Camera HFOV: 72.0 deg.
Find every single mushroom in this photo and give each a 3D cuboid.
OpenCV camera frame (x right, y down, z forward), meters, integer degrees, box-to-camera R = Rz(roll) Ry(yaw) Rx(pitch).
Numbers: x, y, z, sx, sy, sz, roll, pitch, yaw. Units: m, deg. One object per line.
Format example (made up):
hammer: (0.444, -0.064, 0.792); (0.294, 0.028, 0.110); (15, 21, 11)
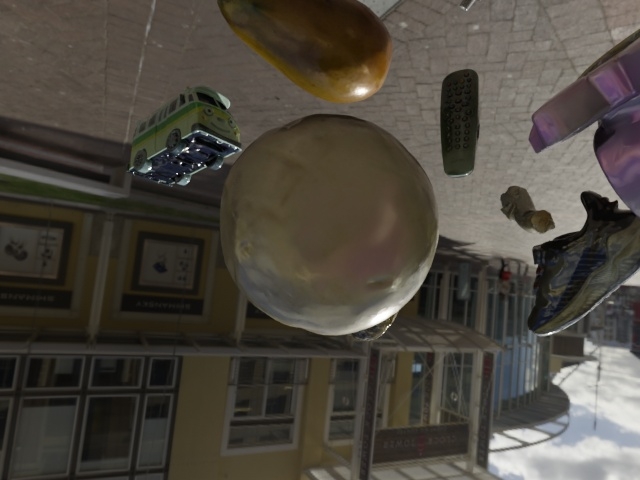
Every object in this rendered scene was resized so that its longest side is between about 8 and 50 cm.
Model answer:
mushroom: (0.596, -0.084, 1.278); (0.099, 0.096, 0.278); (19, -154, -4)
mushroom: (-0.009, -0.003, 0.644); (0.315, 0.356, 0.315); (31, -153, -17)

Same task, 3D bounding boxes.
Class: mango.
mango: (-0.023, -0.365, 0.788); (0.317, 0.173, 0.211); (24, -160, -9)

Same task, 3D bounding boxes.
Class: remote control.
remote control: (0.268, -0.225, 0.846); (0.072, 0.221, 0.042); (-3, 166, 29)

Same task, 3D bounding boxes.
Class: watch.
watch: (0.376, -0.117, 0.447); (0.248, 0.217, 0.211); (-38, -179, -35)

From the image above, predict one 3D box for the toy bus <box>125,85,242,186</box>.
toy bus: (-0.319, -0.242, 1.023); (0.276, 0.164, 0.134); (-16, 159, 34)

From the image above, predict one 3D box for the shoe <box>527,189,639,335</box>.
shoe: (0.341, 0.032, 0.590); (0.099, 0.112, 0.227); (-17, 147, -41)

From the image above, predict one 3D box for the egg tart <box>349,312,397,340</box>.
egg tart: (0.064, 0.067, 0.898); (0.095, 0.278, 0.279); (6, 176, -32)

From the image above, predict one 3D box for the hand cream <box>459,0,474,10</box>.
hand cream: (0.453, -0.683, 1.095); (0.050, 0.257, 0.084); (43, -157, -18)
